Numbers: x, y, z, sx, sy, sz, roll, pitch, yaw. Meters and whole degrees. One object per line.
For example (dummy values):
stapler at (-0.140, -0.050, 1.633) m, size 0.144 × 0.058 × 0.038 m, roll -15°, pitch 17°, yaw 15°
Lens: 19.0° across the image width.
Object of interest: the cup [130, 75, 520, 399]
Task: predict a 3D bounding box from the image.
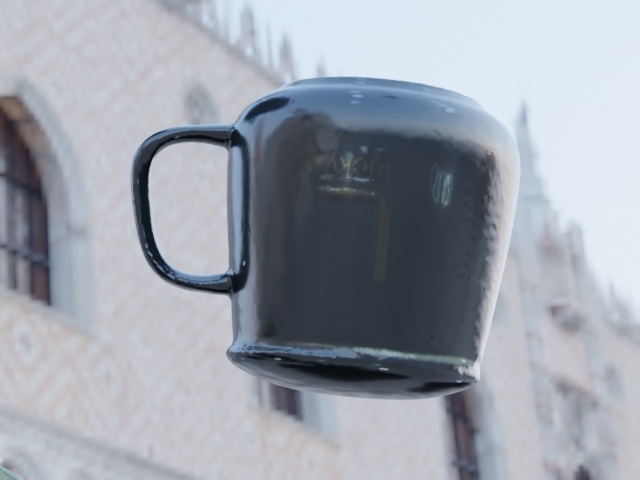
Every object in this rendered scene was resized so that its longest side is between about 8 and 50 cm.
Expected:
cup at (0.000, 0.000, 1.099) m, size 0.223 × 0.177 × 0.169 m, roll 5°, pitch -4°, yaw -3°

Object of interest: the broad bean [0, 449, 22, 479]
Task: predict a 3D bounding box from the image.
broad bean at (-0.196, 0.161, 1.039) m, size 0.153 × 0.207 × 0.072 m, roll -35°, pitch 0°, yaw 44°
